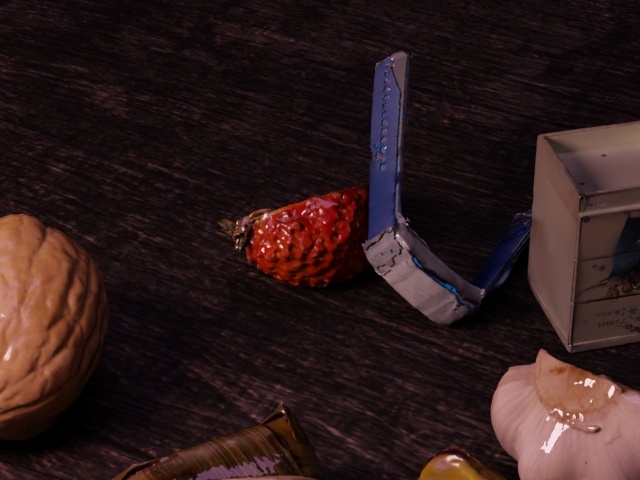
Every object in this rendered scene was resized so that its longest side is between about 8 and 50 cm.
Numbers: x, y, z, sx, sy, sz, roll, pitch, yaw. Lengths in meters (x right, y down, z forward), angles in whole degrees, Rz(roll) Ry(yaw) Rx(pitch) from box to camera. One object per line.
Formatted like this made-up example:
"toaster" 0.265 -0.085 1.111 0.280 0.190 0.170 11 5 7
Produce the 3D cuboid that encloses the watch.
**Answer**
"watch" 0.126 -0.060 2.258 0.276 0.068 0.274 46 43 -8

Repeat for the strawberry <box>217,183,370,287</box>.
"strawberry" 0.003 -0.001 2.285 0.236 0.107 0.175 -14 1 -20

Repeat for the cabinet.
"cabinet" 0.329 -0.006 2.184 0.145 0.206 0.150 -8 36 -12

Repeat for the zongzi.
"zongzi" -0.090 0.293 1.860 0.247 0.111 0.241 -18 45 -15

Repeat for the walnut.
"walnut" -0.334 0.096 2.048 0.225 0.225 0.261 3 40 5

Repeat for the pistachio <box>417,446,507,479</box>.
"pistachio" 0.153 0.271 1.929 0.089 0.049 0.173 -25 38 5

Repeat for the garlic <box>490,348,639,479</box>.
"garlic" 0.274 0.213 1.946 0.229 0.178 0.143 4 63 37
